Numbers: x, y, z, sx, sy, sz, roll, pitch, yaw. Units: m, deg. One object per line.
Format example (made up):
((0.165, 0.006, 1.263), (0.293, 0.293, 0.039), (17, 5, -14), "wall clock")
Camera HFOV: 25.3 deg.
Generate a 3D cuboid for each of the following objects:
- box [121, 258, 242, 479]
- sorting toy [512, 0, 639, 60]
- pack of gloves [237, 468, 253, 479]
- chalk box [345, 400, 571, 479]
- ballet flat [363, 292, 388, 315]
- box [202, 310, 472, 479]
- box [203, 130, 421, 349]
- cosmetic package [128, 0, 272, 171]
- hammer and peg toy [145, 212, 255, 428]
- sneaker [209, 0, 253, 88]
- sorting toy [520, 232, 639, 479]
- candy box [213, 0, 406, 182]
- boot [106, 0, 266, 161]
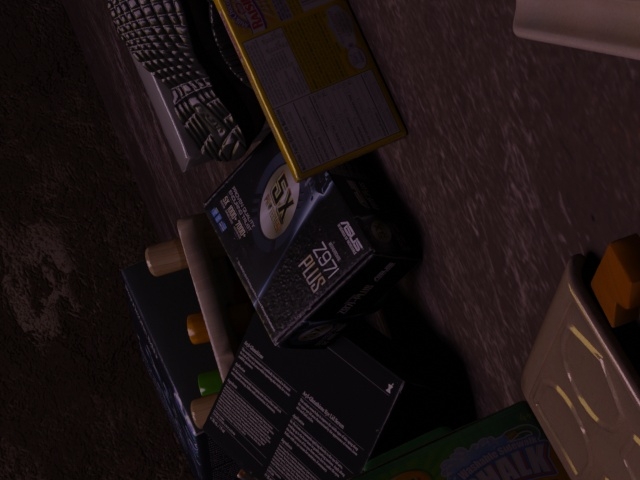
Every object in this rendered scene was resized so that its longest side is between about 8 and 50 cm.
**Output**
((-0.154, 0.204, 2.283), (0.395, 0.212, 0.294), (95, 151, -65), "box")
((0.113, -0.199, 0.750), (0.193, 0.038, 0.208), (-144, 33, -69), "sorting toy")
((-0.006, 0.238, 1.718), (0.046, 0.195, 0.232), (37, 169, 15), "pack of gloves")
((0.136, 0.267, 1.183), (0.289, 0.180, 0.179), (56, 165, 37), "chalk box")
((0.000, 0.000, 1.543), (0.247, 0.083, 0.087), (-139, 43, -60), "ballet flat")
((0.010, 0.177, 1.446), (0.261, 0.103, 0.184), (35, 105, 52), "box")
((-0.012, -0.008, 1.377), (0.077, 0.147, 0.180), (9, -134, -50), "box")
((-0.151, -0.215, 1.687), (0.107, 0.127, 0.238), (155, 94, -78), "cosmetic package")
((-0.095, 0.081, 1.751), (0.361, 0.127, 0.266), (-25, -82, -81), "hammer and peg toy")
((-0.069, -0.279, 1.309), (0.130, 0.109, 0.286), (-118, 15, -72), "sneaker")
((0.211, 0.124, 0.942), (0.307, 0.041, 0.229), (93, 156, -64), "sorting toy")
((-0.015, -0.162, 1.226), (0.027, 0.105, 0.206), (122, 125, -80), "candy box")
((-0.108, -0.211, 1.387), (0.083, 0.161, 0.247), (-10, 120, 34), "boot")
